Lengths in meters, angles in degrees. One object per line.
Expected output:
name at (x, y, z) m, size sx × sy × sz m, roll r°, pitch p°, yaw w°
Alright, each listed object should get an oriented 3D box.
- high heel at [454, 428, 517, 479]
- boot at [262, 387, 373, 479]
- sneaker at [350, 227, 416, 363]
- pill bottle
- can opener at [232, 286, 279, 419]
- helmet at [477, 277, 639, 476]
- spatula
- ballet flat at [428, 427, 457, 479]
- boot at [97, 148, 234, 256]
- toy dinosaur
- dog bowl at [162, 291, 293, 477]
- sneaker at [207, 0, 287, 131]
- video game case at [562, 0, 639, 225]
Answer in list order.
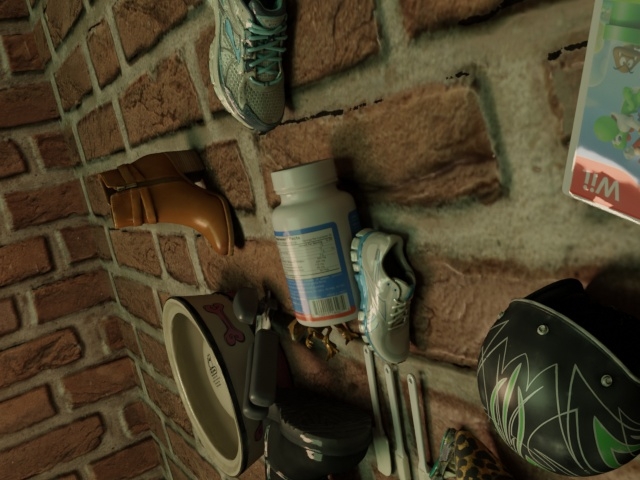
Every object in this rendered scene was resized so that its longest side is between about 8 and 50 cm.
high heel at (0.259, 0.297, 0.711) m, size 0.186 × 0.093 × 0.261 m, roll -53°, pitch 50°, yaw 36°
boot at (-0.011, 0.507, 1.107) m, size 0.367 × 0.146 × 0.446 m, roll 171°, pitch 99°, yaw -73°
sneaker at (0.095, 0.078, 0.860) m, size 0.083 × 0.071 × 0.191 m, roll 1°, pitch 107°, yaw 54°
pill bottle at (0.000, 0.000, 0.919) m, size 0.124 × 0.124 × 0.222 m, roll 2°, pitch 107°, yaw 60°
can opener at (-0.129, 0.195, 1.192) m, size 0.283 × 0.095 × 0.076 m, roll -91°, pitch 23°, yaw -54°
helmet at (0.218, 0.121, 0.565) m, size 0.169 × 0.161 × 0.170 m, roll 37°, pitch 137°, yaw 46°
spatula at (0.123, 0.288, 0.988) m, size 0.168 × 0.019 × 0.242 m, roll 23°, pitch 125°, yaw 61°
ballet flat at (0.176, 0.301, 0.879) m, size 0.041 × 0.041 × 0.114 m, roll 47°, pitch 145°, yaw 37°
boot at (-0.316, -0.063, 1.333) m, size 0.284 × 0.220 × 0.109 m, roll 63°, pitch 150°, yaw 16°
toy dinosaur at (0.004, 0.126, 1.038) m, size 0.112 × 0.064 × 0.211 m, roll 52°, pitch -170°, yaw 0°
dog bowl at (-0.202, 0.296, 1.422) m, size 0.408 × 0.150 × 0.408 m, roll 39°, pitch 138°, yaw 46°
sneaker at (-0.100, -0.299, 0.938) m, size 0.122 × 0.110 × 0.283 m, roll 8°, pitch 114°, yaw 55°
video game case at (0.281, -0.131, 0.452) m, size 0.204 × 0.025 × 0.285 m, roll 35°, pitch 136°, yaw 47°
